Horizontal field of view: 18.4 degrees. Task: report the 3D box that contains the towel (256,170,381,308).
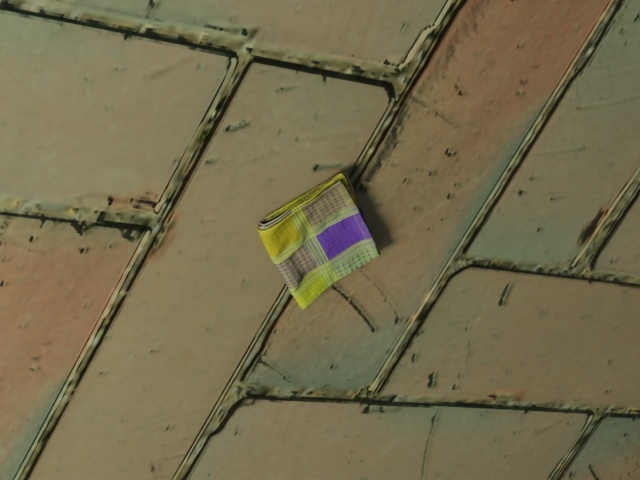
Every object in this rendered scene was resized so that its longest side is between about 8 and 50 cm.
[{"bbox_3d":[0.000,0.000,1.111,0.060,0.009,0.083,-33,140,-7],"label":"towel"}]
